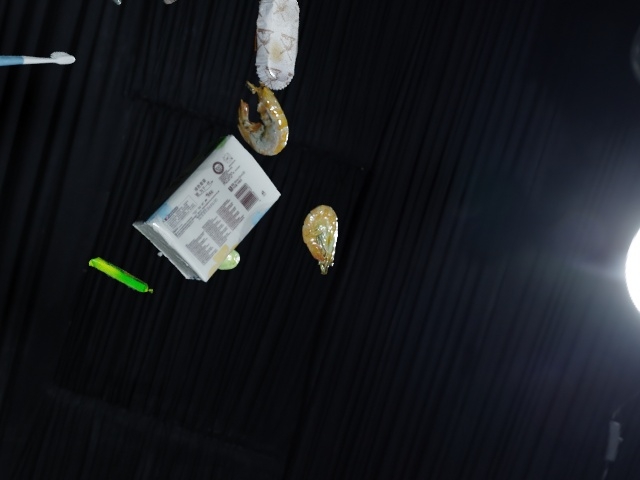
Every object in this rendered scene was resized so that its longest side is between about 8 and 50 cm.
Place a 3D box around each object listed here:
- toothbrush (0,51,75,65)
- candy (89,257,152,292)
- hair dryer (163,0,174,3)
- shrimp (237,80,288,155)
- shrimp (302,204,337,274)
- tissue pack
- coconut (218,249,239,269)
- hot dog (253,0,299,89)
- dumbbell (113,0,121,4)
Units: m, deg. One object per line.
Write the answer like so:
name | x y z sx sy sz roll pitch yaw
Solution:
toothbrush | -0.556 -0.324 0.994 0.025 0.019 0.276 36 30 10
candy | -0.537 0.097 1.503 0.178 0.032 0.102 31 -9 -11
hair dryer | -0.567 -0.894 1.799 0.220 0.054 0.195 44 -12 34
shrimp | -0.150 -0.297 1.352 0.133 0.187 0.051 -8 18 16
shrimp | -0.001 -0.001 1.635 0.115 0.217 0.051 -11 23 -21
tissue pack | -0.220 -0.061 1.042 0.145 0.229 0.159 3 -40 51
coconut | -0.322 0.057 1.868 0.096 0.087 0.088 4 0 26
hot dog | -0.087 -0.402 1.120 0.099 0.192 0.053 -1 6 -30
dumbbell | -0.518 -0.708 1.545 0.254 0.081 0.081 -13 11 -5
